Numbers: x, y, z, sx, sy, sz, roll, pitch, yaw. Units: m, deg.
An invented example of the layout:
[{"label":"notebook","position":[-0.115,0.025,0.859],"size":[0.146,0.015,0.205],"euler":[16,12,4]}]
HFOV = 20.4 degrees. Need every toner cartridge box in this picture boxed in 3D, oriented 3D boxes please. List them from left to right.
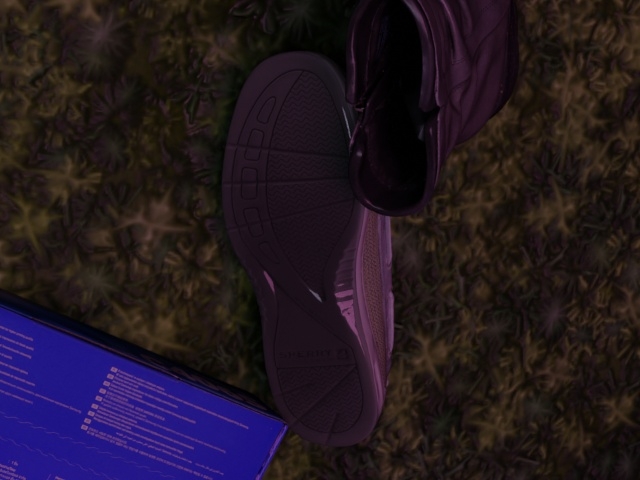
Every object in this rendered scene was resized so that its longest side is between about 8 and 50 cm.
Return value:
[{"label":"toner cartridge box","position":[-0.208,0.141,1.335],"size":[0.348,0.075,0.165],"euler":[27,92,-32]}]

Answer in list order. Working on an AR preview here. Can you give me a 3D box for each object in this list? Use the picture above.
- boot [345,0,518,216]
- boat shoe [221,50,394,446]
[{"label":"boot","position":[0.081,-0.204,1.282],"size":[0.223,0.118,0.338],"euler":[-49,134,-60]},{"label":"boat shoe","position":[0.003,0.001,1.393],"size":[0.118,0.103,0.320],"euler":[-3,111,20]}]
